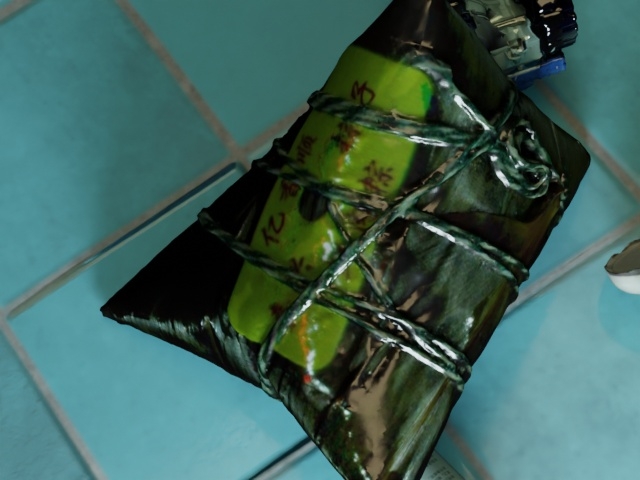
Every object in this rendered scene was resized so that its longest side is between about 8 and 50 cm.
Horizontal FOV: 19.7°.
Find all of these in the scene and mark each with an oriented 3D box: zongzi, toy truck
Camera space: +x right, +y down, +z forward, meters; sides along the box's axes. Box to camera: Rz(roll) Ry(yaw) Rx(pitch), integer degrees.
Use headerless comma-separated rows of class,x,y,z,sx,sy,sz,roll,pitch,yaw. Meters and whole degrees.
zongzi,0.000,0.000,1.463,0.362,0.319,0.383,15,72,37
toy truck,0.136,-0.214,1.570,0.113,0.126,0.208,-18,54,-2

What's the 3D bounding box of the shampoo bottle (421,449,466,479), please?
shampoo bottle,0.097,0.209,1.435,0.056,0.056,0.195,-41,70,-12

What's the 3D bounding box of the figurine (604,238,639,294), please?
figurine,0.369,0.043,1.474,0.250,0.166,0.141,-16,103,24
